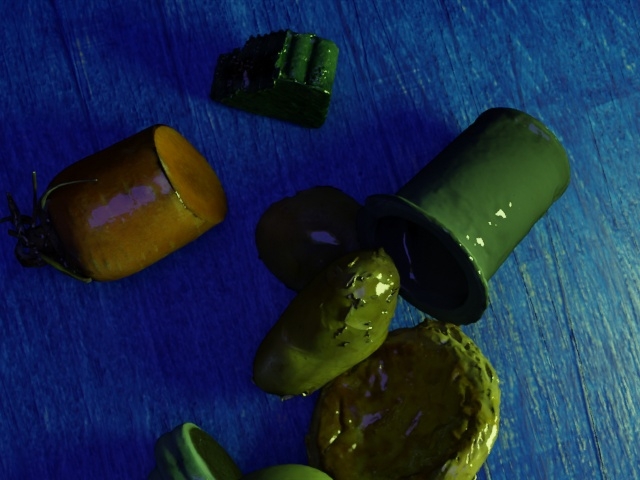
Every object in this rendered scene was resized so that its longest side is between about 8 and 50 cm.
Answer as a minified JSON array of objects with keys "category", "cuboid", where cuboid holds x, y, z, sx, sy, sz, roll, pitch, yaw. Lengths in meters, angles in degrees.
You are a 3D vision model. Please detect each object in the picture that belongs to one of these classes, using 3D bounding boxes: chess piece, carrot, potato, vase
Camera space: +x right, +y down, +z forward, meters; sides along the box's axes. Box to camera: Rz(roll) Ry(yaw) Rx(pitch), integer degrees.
[{"category":"chess piece","cuboid":[-0.259,0.434,1.769,0.299,0.194,0.194,-39,87,4]},{"category":"carrot","cuboid":[-0.317,-0.041,1.794,0.331,0.214,0.193,-27,85,-1]},{"category":"potato","cuboid":[0.017,0.127,1.768,0.300,0.173,0.140,-48,68,30]},{"category":"vase","cuboid":[0.236,-0.050,1.783,0.245,0.245,0.291,46,64,3]},{"category":"potato","cuboid":[0.000,0.000,1.849,0.202,0.117,0.182,36,87,1]}]

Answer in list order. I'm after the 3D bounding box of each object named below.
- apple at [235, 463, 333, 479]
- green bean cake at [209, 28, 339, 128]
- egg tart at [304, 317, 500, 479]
[{"category":"apple","cuboid":[-0.050,0.446,1.593,0.279,0.279,0.279,0,84,-2]},{"category":"green bean cake","cuboid":[-0.071,-0.261,1.826,0.194,0.208,0.107,15,81,-2]},{"category":"egg tart","cuboid":[0.136,0.285,1.769,0.341,0.341,0.129,-52,130,-6]}]
